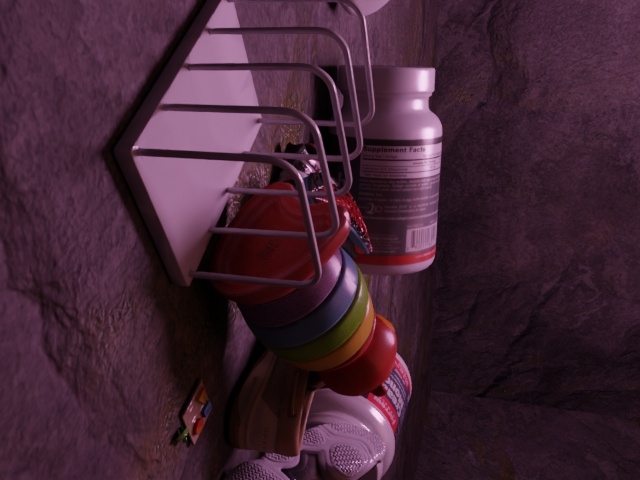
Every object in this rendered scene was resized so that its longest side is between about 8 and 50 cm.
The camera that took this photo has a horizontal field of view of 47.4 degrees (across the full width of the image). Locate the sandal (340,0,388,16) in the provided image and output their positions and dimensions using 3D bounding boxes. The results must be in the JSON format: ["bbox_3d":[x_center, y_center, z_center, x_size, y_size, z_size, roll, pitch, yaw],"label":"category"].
[{"bbox_3d":[0.057,-0.549,1.166,0.102,0.169,0.416,57,-8,32],"label":"sandal"}]

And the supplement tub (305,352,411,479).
[{"bbox_3d":[0.047,0.306,1.268,0.272,0.191,0.191,-55,147,-63],"label":"supplement tub"}]

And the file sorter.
[{"bbox_3d":[-0.057,-0.110,0.771,0.193,0.173,0.277,78,23,-47],"label":"file sorter"}]

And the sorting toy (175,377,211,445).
[{"bbox_3d":[-0.147,0.211,0.852,0.083,0.012,0.062,-68,158,-49],"label":"sorting toy"}]

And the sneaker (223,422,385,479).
[{"bbox_3d":[-0.028,0.366,1.046,0.269,0.101,0.153,-12,125,-35],"label":"sneaker"}]

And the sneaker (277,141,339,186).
[{"bbox_3d":[-0.012,-0.112,1.140,0.178,0.072,0.077,10,84,-76],"label":"sneaker"}]

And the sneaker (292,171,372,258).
[{"bbox_3d":[-0.010,-0.025,1.095,0.262,0.125,0.104,35,35,-63],"label":"sneaker"}]

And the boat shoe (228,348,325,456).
[{"bbox_3d":[-0.022,0.177,1.085,0.341,0.110,0.121,-64,158,-45],"label":"boat shoe"}]

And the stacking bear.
[{"bbox_3d":[0.003,0.092,0.924,0.164,0.175,0.289,-47,128,-14],"label":"stacking bear"}]

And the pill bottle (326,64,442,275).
[{"bbox_3d":[0.115,-0.134,1.337,0.210,0.210,0.363,-41,134,-69],"label":"pill bottle"}]
